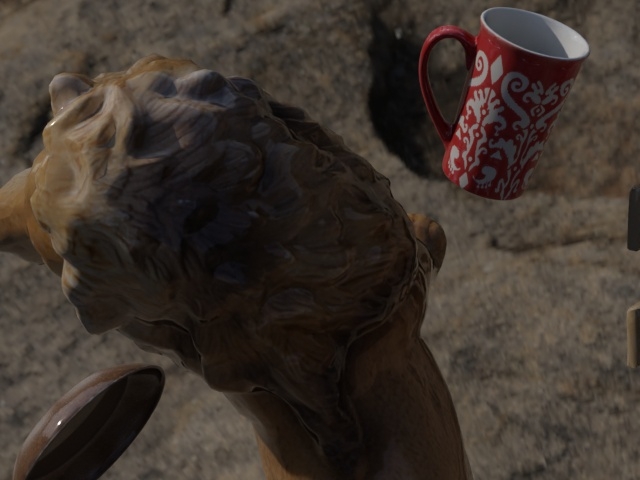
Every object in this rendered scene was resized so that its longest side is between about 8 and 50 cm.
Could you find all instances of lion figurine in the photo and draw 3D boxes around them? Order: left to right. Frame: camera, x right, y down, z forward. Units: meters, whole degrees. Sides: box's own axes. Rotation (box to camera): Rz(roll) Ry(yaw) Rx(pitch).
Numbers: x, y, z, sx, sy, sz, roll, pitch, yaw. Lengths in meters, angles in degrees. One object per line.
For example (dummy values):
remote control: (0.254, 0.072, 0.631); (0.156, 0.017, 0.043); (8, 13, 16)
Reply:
lion figurine: (0.021, 0.108, 0.537); (0.142, 0.240, 0.392); (-29, 86, 12)

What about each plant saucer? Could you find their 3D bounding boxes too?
plant saucer: (-0.235, 0.189, 1.300); (0.036, 0.198, 0.198); (39, 73, 15)

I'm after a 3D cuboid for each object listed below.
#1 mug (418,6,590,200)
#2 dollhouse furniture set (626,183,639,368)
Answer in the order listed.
mug: (0.177, -0.144, 1.344); (0.150, 0.169, 0.113); (32, 34, 25)
dollhouse furniture set: (0.533, 0.126, 1.345); (0.256, 0.394, 0.362); (-19, 24, -40)
